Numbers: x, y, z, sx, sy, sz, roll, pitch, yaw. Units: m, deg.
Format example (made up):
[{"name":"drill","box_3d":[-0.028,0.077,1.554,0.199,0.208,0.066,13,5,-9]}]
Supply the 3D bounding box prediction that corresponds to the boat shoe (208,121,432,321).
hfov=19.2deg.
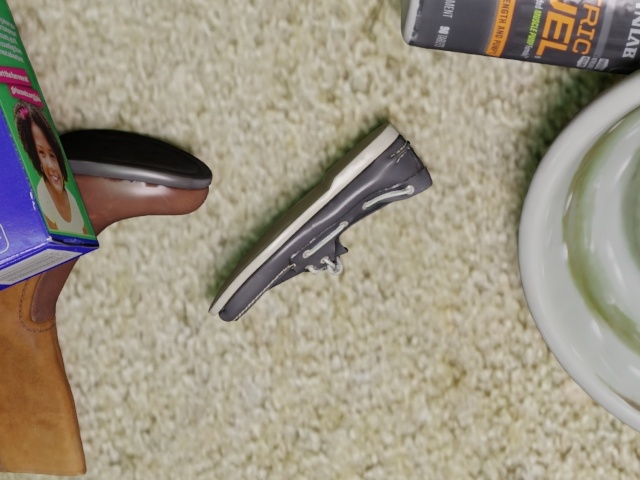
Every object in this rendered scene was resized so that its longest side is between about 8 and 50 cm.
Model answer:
[{"name":"boat shoe","box_3d":[0.000,0.000,1.469,0.206,0.075,0.065,-44,99,7]}]

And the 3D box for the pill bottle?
[{"name":"pill bottle","box_3d":[0.187,-0.191,1.381,0.246,0.130,0.130,7,107,-2]}]

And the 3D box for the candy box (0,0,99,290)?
[{"name":"candy box","box_3d":[-0.347,-0.091,1.365,0.268,0.122,0.317,-22,85,8]}]

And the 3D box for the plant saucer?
[{"name":"plant saucer","box_3d":[0.352,0.003,1.416,0.400,0.100,0.400,9,129,12]}]

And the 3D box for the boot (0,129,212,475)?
[{"name":"boot","box_3d":[-0.208,0.060,1.477,0.264,0.096,0.280,-2,108,0]}]
